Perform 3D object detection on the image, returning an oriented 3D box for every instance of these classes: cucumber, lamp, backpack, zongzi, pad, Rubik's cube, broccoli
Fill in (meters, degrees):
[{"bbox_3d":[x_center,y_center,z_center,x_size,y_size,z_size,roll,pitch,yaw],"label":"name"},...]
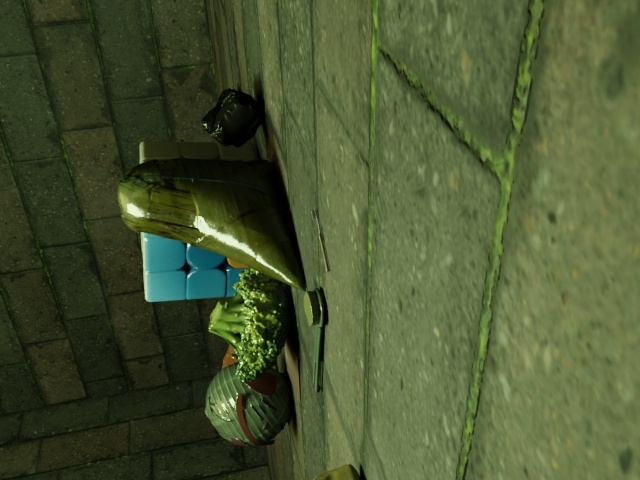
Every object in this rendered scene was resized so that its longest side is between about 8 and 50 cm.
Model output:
[{"bbox_3d":[-0.252,-0.369,1.834,0.265,0.077,0.077,-114,18,-55],"label":"cucumber"},{"bbox_3d":[-0.185,0.426,1.733,0.265,0.233,0.233,61,-171,-48],"label":"lamp"},{"bbox_3d":[-0.182,-0.268,1.434,0.106,0.120,0.165,43,-165,-8],"label":"backpack"},{"bbox_3d":[-0.209,-0.018,1.243,0.360,0.322,0.160,-114,26,-44],"label":"zongzi"},{"bbox_3d":[-0.066,0.288,1.527,0.113,0.006,0.188,-119,20,-45],"label":"pad"},{"bbox_3d":[-0.291,-0.052,1.604,0.291,0.291,0.290,-113,26,-50],"label":"Rubik's cube"},{"bbox_3d":[-0.149,0.182,1.435,0.176,0.226,0.198,39,168,-7],"label":"broccoli"}]

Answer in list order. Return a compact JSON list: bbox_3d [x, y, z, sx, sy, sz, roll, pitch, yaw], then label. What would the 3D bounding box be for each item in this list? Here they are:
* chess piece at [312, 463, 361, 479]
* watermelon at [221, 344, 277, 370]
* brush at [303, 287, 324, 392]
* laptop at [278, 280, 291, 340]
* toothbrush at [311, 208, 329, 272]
[{"bbox_3d":[0.030,0.412,0.798,0.301,0.137,0.137,-109,14,-58],"label":"chess piece"},{"bbox_3d":[-0.223,0.374,2.106,0.140,0.192,0.257,95,177,-51],"label":"watermelon"},{"bbox_3d":[-0.010,0.178,1.087,0.266,0.027,0.062,91,167,-45],"label":"brush"},{"bbox_3d":[-0.099,0.161,1.605,0.135,0.016,0.197,102,157,-66],"label":"laptop"},{"bbox_3d":[0.000,0.000,0.934,0.006,0.008,0.097,68,-172,-71],"label":"toothbrush"}]
